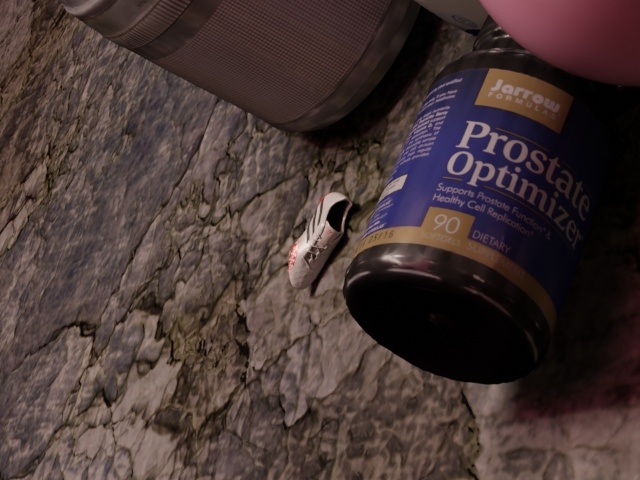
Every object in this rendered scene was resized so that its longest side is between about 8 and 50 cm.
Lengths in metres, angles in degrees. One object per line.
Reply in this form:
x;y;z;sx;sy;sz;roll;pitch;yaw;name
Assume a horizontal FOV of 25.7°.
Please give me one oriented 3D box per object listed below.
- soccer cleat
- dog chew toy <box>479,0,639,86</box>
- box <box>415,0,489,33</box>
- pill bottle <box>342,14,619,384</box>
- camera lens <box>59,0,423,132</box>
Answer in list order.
0.000;0.000;1.101;0.083;0.029;0.035;-64;24;-9;soccer cleat
0.195;-0.242;0.717;0.206;0.207;0.332;-97;19;-45;dog chew toy
0.141;-0.221;0.999;0.126;0.072;0.137;18;83;62;box
0.106;-0.035;0.835;0.123;0.123;0.219;-19;39;53;pill bottle
-0.065;-0.230;1.136;0.219;0.274;0.219;-39;37;38;camera lens
